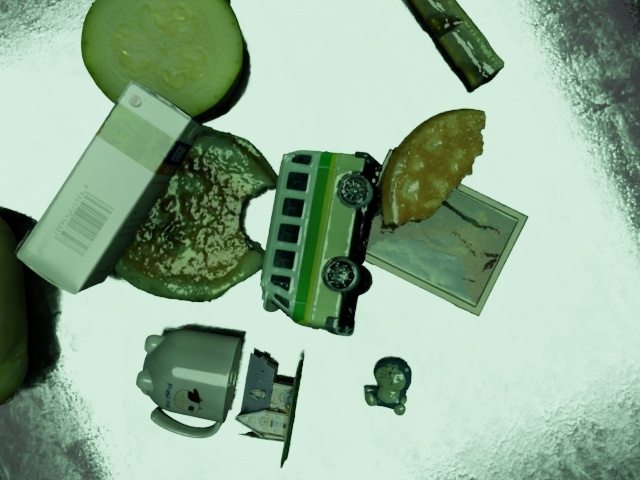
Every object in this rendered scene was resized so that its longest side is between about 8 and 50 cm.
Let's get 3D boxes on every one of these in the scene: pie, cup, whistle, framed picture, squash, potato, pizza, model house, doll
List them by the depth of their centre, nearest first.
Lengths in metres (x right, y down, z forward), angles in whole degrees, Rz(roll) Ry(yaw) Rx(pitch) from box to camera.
[{"bbox_3d":[-0.566,0.102,1.706,0.243,0.221,0.326,-1,93,-9],"label":"potato"},{"bbox_3d":[-0.237,-0.300,1.740,0.252,0.049,0.252,1,119,1],"label":"squash"},{"bbox_3d":[-0.082,0.256,1.757,0.088,0.117,0.167,10,93,4],"label":"model house"},{"bbox_3d":[0.170,-0.118,1.758,0.127,0.058,0.246,33,76,-14],"label":"pizza"},{"bbox_3d":[-0.206,0.215,1.764,0.142,0.173,0.134,9,58,2],"label":"cup"},{"bbox_3d":[-0.213,-0.045,1.778,0.302,0.067,0.302,0,93,1],"label":"pie"},{"bbox_3d":[0.173,-0.385,1.786,0.326,0.057,0.068,54,46,1],"label":"whistle"},{"bbox_3d":[0.109,0.228,1.786,0.076,0.050,0.083,12,91,18],"label":"doll"},{"bbox_3d":[0.181,-0.013,1.803,0.250,0.016,0.184,27,89,1],"label":"framed picture"}]

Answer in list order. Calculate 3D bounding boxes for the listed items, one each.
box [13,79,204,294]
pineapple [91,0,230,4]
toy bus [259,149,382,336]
[{"bbox_3d":[-0.298,-0.075,1.645,0.106,0.200,0.299,34,92,-2],"label":"box"},{"bbox_3d":[-0.249,-0.395,1.781,0.225,0.076,0.225,0,89,2],"label":"pineapple"},{"bbox_3d":[0.000,0.000,1.738,0.165,0.133,0.276,10,86,15],"label":"toy bus"}]
